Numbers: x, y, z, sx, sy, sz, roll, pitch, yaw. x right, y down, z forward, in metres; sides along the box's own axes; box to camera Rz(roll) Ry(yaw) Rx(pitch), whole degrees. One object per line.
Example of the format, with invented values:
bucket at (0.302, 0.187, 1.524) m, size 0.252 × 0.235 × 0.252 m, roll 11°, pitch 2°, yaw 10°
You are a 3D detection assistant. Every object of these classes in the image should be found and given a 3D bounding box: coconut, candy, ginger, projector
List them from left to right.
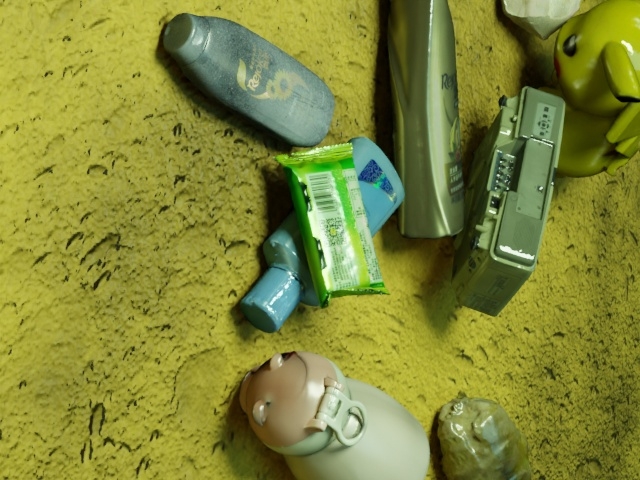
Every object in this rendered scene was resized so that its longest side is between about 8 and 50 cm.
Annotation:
candy at (0.016, -0.017, 1.394) m, size 0.102 × 0.032 × 0.178 m, roll -11°, pitch 84°, yaw -38°
ginger at (0.232, 0.328, 1.739) m, size 0.116 × 0.109 × 0.263 m, roll -37°, pitch 124°, yaw -43°
projector at (0.233, -0.046, 1.630) m, size 0.193 × 0.088 × 0.270 m, roll 114°, pitch -7°, yaw -59°
coconut at (0.295, -0.331, 1.704) m, size 0.110 × 0.110 × 0.125 m, roll -21°, pitch 106°, yaw -46°

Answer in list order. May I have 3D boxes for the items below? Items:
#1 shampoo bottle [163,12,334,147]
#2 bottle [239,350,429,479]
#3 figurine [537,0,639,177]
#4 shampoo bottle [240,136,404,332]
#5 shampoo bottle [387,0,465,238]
shampoo bottle at (-0.072, -0.171, 1.334) m, size 0.233 × 0.049 × 0.087 m, roll 28°, pitch 73°, yaw -49°
bottle at (0.006, 0.209, 1.426) m, size 0.236 × 0.147 × 0.148 m, roll 44°, pitch 63°, yaw -39°
figurine at (0.380, -0.202, 1.700) m, size 0.218 × 0.169 × 0.327 m, roll -56°, pitch 165°, yaw -31°
shampoo bottle at (0.000, 0.000, 1.440) m, size 0.258 × 0.061 × 0.104 m, roll -51°, pitch 122°, yaw -31°
shampoo bottle at (0.125, -0.182, 1.535) m, size 0.125 × 0.084 × 0.350 m, roll -45°, pitch 132°, yaw -70°
